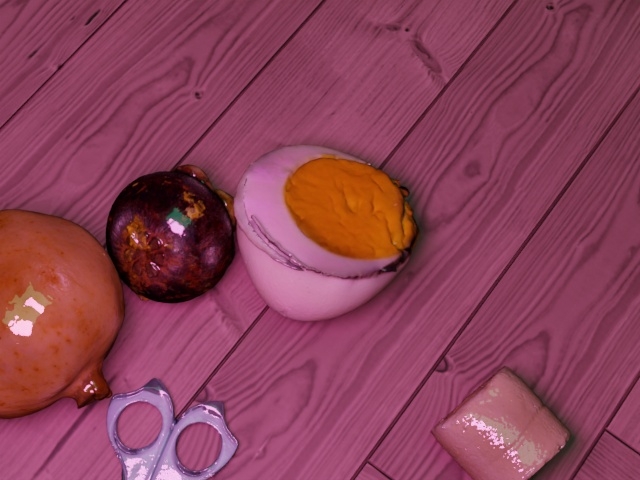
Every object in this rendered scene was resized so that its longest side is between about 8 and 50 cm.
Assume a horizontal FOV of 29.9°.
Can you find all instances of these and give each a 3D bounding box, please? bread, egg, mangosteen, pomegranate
[{"bbox_3d":[0.251,0.267,1.666,0.148,0.134,0.141,-36,75,-30],"label":"bread"},{"bbox_3d":[-0.005,-0.001,1.741,0.264,0.174,0.286,25,45,3],"label":"egg"},{"bbox_3d":[-0.201,-0.014,1.732,0.192,0.192,0.217,38,32,10],"label":"mangosteen"},{"bbox_3d":[-0.410,0.094,1.614,0.307,0.307,0.307,2,68,-4],"label":"pomegranate"}]

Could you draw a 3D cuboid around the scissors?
[{"bbox_3d":[-0.251,0.368,1.640,0.191,0.029,0.360,21,68,2],"label":"scissors"}]
